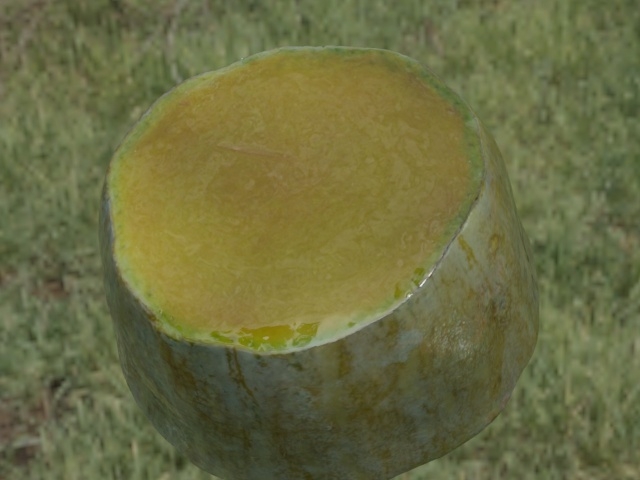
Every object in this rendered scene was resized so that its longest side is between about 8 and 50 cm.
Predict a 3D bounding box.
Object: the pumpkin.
[{"bbox_3d":[0.000,0.000,1.167,0.332,0.199,0.332,-1,57,1],"label":"pumpkin"}]
